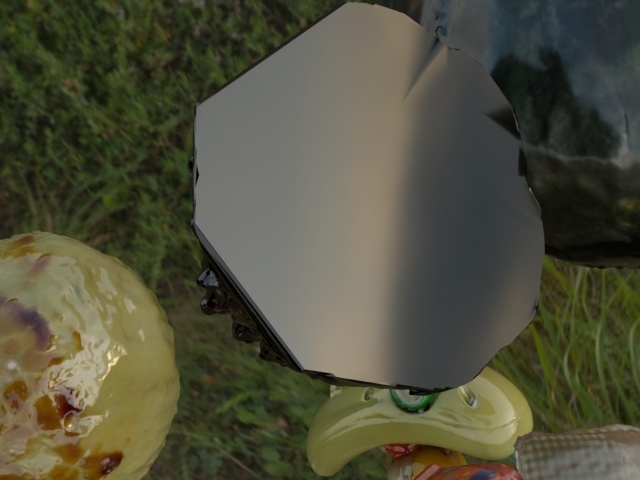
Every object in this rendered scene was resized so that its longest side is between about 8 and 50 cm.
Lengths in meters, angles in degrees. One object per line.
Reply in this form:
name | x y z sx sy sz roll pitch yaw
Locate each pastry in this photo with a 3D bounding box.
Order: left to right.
pastry | -0.376 0.182 1.634 0.389 0.313 0.388 1 93 29

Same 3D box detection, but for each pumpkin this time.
pumpkin | 0.247 -0.190 0.936 0.455 0.344 0.454 -14 41 13

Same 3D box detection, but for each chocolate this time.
chocolate | 0.000 0.000 0.752 0.224 0.177 0.206 -40 97 -33

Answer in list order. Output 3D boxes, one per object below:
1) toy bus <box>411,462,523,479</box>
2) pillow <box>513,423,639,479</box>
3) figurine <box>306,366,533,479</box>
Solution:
toy bus | 0.090 0.175 0.491 0.065 0.077 0.192 -38 96 -29
pillow | 0.233 0.253 1.035 0.135 0.034 0.211 -1 67 -19
figurine | 0.122 0.252 1.615 0.325 0.124 0.222 -24 95 35
